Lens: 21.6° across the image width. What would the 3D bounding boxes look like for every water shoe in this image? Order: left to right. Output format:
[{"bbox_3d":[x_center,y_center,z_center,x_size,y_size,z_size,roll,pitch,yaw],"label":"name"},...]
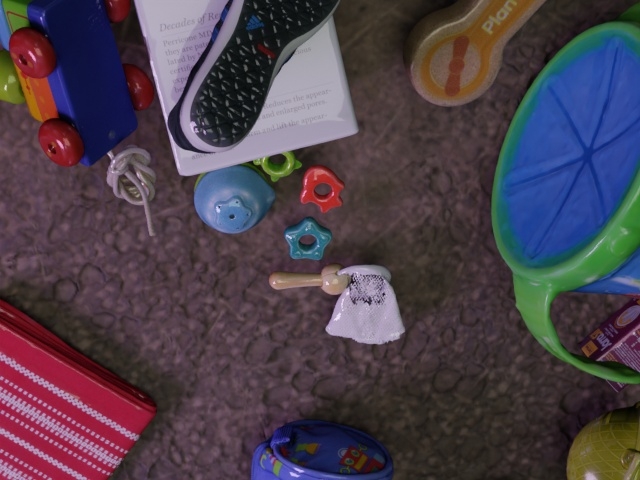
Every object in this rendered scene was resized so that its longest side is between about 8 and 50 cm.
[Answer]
[{"bbox_3d":[-0.054,-0.157,1.264,0.073,0.080,0.203,39,73,-21],"label":"water shoe"}]

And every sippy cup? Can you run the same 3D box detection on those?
[{"bbox_3d":[0.303,-0.042,1.442,0.224,0.240,0.305,21,128,-24],"label":"sippy cup"}]

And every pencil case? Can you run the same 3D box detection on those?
[{"bbox_3d":[-0.031,0.316,1.545,0.133,0.119,0.306,16,104,-2],"label":"pencil case"}]

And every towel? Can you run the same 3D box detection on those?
[{"bbox_3d":[-0.301,0.202,1.517,0.199,0.031,0.275,34,101,-18],"label":"towel"}]

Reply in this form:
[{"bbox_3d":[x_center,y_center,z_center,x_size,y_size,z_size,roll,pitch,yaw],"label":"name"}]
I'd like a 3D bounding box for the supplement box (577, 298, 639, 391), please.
[{"bbox_3d":[0.289,0.093,1.557,0.083,0.055,0.043,-41,107,4],"label":"supplement box"}]

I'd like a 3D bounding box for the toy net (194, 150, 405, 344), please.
[{"bbox_3d":[0.000,0.000,1.484,0.122,0.045,0.232,-41,114,19],"label":"toy net"}]

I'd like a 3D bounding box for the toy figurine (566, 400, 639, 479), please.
[{"bbox_3d":[0.161,0.310,1.540,0.217,0.191,0.362,13,101,14],"label":"toy figurine"}]

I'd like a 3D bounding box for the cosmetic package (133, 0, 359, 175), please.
[{"bbox_3d":[-0.068,-0.172,1.372,0.151,0.151,0.183,-15,108,-3],"label":"cosmetic package"}]

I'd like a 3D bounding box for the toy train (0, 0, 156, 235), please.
[{"bbox_3d":[-0.219,-0.115,1.386,0.105,0.143,0.248,-43,139,-32],"label":"toy train"}]

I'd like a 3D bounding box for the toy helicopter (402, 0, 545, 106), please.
[{"bbox_3d":[0.185,-0.262,1.375,0.235,0.140,0.355,31,108,-31],"label":"toy helicopter"}]
